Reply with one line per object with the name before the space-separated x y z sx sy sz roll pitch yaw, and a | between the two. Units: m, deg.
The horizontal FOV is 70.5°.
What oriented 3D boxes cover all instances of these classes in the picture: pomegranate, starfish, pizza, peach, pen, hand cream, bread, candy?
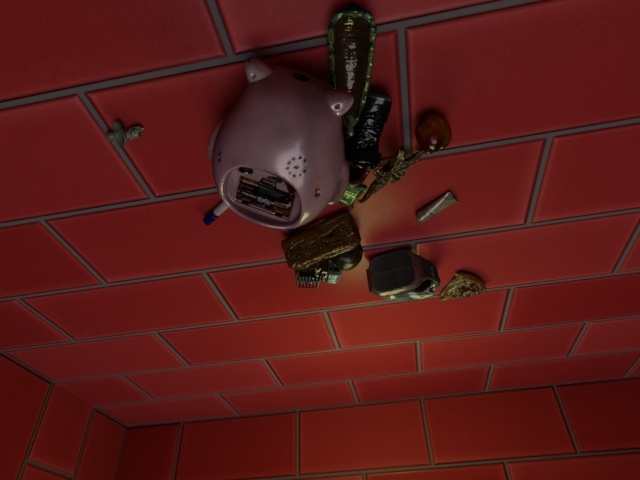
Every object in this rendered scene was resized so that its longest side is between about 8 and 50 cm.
pomegranate | 0.084 0.045 1.577 0.130 0.130 0.130 -1 141 -1
starfish | 0.193 -0.190 1.266 0.240 0.043 0.227 -44 161 4
pizza | 0.566 0.203 1.853 0.185 0.052 0.195 29 132 -28
peach | 0.300 -0.288 1.210 0.101 0.101 0.101 -1 141 -1
pen | -0.283 -0.126 1.421 0.033 0.033 0.269 31 131 -34
hand cream | 0.376 -0.105 1.480 0.143 0.039 0.061 -34 129 27
bread | -0.001 0.000 1.521 0.271 0.139 0.077 -25 166 22
candy | 0.045 -0.161 1.396 0.178 0.032 0.102 15 134 -18

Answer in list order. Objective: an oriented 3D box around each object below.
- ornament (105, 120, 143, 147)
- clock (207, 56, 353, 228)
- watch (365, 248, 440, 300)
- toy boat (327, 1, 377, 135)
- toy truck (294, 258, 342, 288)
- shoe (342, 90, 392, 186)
ornament | -0.526 -0.285 1.209 0.092 0.041 0.068 16 116 -4
clock | -0.097 -0.218 1.108 0.368 0.250 0.377 20 133 -1
watch | 0.320 0.148 1.717 0.253 0.162 0.241 -15 152 19
toy boat | 0.070 -0.399 1.060 0.108 0.099 0.293 -1 133 1
toy truck | -0.005 0.119 1.670 0.177 0.115 0.080 4 140 -10
shoe | 0.106 -0.256 1.200 0.114 0.137 0.291 6 139 -12
